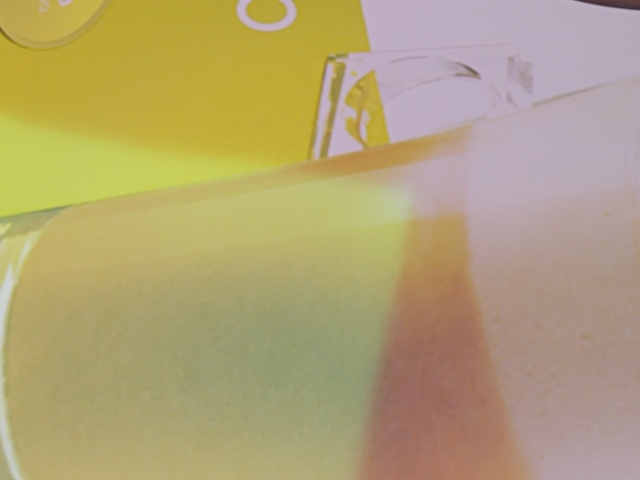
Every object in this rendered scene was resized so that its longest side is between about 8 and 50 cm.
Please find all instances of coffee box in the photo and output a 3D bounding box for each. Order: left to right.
[{"bbox_3d":[0.010,0.055,0.506,0.334,0.338,0.337,-3,53,-7],"label":"coffee box"}]
